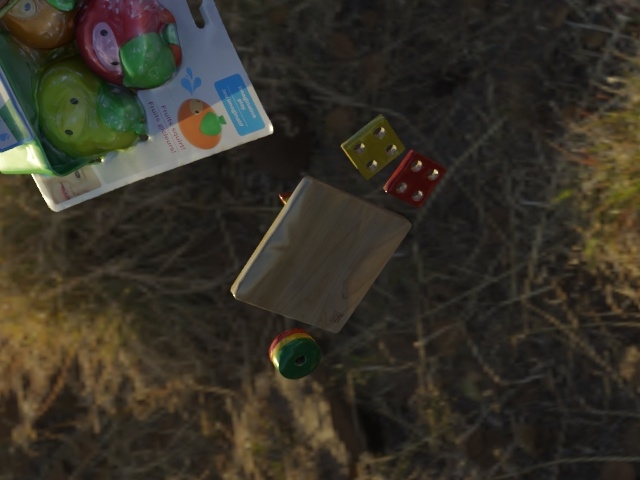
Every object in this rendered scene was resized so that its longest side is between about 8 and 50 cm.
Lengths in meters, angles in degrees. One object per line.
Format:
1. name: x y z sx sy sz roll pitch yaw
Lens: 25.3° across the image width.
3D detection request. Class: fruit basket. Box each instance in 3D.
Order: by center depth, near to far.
1. fruit basket: -0.251 -0.209 1.508 0.353 0.165 0.327 -13 107 43

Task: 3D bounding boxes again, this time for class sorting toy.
1. sorting toy: 0.000 0.000 1.332 0.274 0.132 0.046 -56 39 16

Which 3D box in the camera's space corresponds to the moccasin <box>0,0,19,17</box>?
1. moccasin: -0.378 -0.146 1.122 0.147 0.380 0.139 6 125 63
